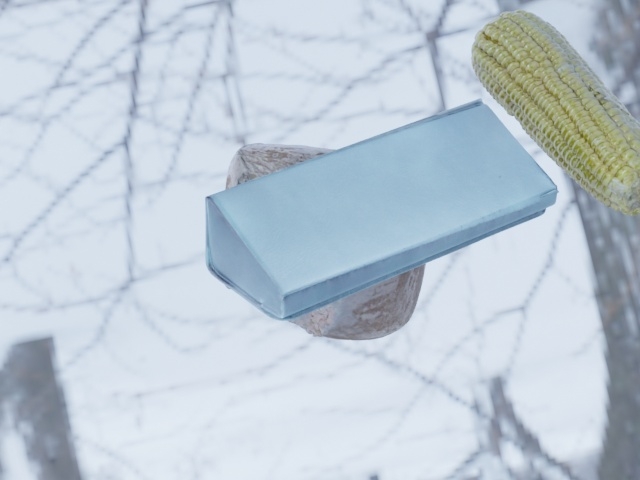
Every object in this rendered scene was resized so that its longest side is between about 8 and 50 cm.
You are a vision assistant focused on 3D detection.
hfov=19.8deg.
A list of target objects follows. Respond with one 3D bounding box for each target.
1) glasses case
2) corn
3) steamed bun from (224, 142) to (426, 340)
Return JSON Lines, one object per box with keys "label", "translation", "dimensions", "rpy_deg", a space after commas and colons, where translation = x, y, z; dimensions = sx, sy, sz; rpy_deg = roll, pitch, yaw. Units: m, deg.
{"label": "glasses case", "translation": [0.044, -0.018, 1.343], "dimensions": [0.266, 0.105, 0.056], "rpy_deg": [-21, 153, -34]}
{"label": "corn", "translation": [0.204, -0.108, 1.501], "dimensions": [0.080, 0.231, 0.080], "rpy_deg": [-20, 136, -20]}
{"label": "steamed bun", "translation": [0.000, 0.000, 1.482], "dimensions": [0.175, 0.106, 0.145], "rpy_deg": [20, 134, 10]}
